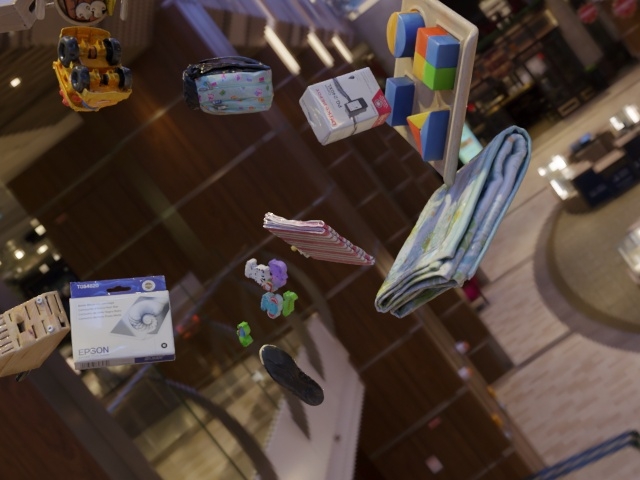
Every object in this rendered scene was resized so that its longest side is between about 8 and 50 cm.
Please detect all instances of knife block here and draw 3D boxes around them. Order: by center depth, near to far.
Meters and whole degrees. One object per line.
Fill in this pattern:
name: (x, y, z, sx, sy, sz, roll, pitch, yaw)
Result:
knife block: (-0.614, 0.217, 1.932, 0.276, 0.088, 0.242, -26, -15, 3)

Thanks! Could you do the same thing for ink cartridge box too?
ink cartridge box: (0.050, -0.271, 1.874, 0.150, 0.109, 0.063, -22, -11, -24)
ink cartridge box: (-0.446, 0.172, 2.083, 0.223, 0.224, 0.045, -5, -32, -14)

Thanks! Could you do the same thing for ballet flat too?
ballet flat: (-0.061, 0.266, 1.810, 0.057, 0.173, 0.049, -50, 22, -17)

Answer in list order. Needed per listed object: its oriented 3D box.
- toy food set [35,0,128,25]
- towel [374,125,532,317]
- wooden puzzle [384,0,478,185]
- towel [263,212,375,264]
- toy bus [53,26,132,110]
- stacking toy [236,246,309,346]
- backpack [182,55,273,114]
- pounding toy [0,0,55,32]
toy food set: (-0.460, -0.483, 1.813, 0.192, 0.132, 0.038, -9, 28, -30)
towel: (0.263, -0.031, 1.874, 0.374, 0.090, 0.320, -58, 9, -27)
wooden puzzle: (0.200, -0.322, 1.873, 0.081, 0.322, 0.348, -6, 33, -15)
towel: (0.000, 0.000, 1.733, 0.144, 0.197, 0.029, 8, 74, 36)
toy bus: (-0.603, -0.406, 2.390, 0.149, 0.220, 0.211, -5, -31, -40)
stacking toy: (-0.090, 0.101, 1.890, 0.167, 0.052, 0.221, -31, -38, -46)
backpack: (-0.189, -0.318, 1.926, 0.182, 0.115, 0.152, -3, 20, -3)
pounding toy: (-0.706, -0.554, 2.197, 0.130, 0.100, 0.141, -2, 48, 22)
